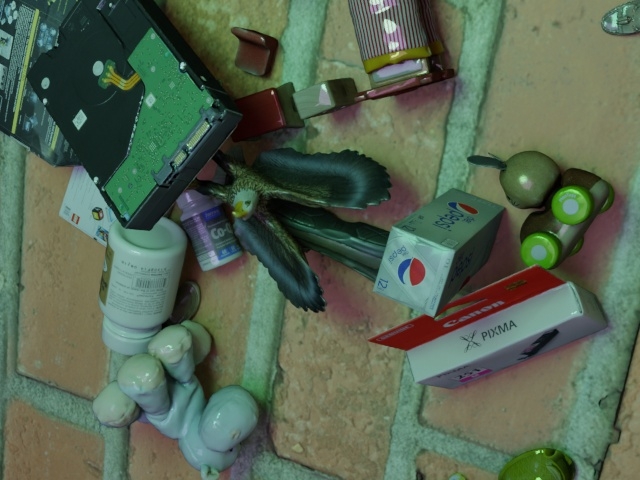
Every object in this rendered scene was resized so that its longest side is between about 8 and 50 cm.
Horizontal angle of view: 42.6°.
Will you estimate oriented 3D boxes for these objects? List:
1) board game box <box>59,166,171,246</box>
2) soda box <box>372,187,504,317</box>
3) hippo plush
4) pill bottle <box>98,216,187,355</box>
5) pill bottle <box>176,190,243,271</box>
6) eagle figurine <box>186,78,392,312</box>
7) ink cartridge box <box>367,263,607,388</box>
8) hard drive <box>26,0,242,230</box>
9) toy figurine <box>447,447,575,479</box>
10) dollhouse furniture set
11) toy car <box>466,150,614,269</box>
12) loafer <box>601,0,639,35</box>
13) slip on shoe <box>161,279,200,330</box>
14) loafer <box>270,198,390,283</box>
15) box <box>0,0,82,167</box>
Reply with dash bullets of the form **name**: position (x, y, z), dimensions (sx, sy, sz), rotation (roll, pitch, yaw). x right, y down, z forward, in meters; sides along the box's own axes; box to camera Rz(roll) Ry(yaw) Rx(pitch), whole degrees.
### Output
- **board game box**: position (-0.339, -0.130, 1.459), dimensions (0.192, 0.053, 0.305), rotation (32, 113, 14)
- **soda box**: position (0.173, 0.008, 1.143), dimensions (0.091, 0.286, 0.098), rotation (22, 111, 19)
- **hippo plush**: position (-0.245, 0.312, 1.428), dimensions (0.236, 0.234, 0.294), rotation (42, 114, 9)
- **pill bottle**: position (-0.312, 0.079, 1.415), dimensions (0.131, 0.131, 0.229), rotation (27, 121, 15)
- **pill bottle**: position (-0.193, -0.023, 1.409), dimensions (0.078, 0.078, 0.137), rotation (-21, 95, 26)
- **eagle figurine**: position (-0.073, -0.055, 1.217), dimensions (0.298, 0.225, 0.226), rotation (27, 142, -2)
- **ink cartridge box**: position (0.243, 0.134, 1.176), dimensions (0.275, 0.238, 0.060), rotation (-28, 64, 26)
- **hard drive**: position (-0.282, -0.213, 1.206), dimensions (0.237, 0.064, 0.339), rotation (-48, 64, 20)
- **toy figurine**: position (0.242, 0.490, 1.274), dimensions (0.362, 0.217, 0.191), rotation (-32, 89, 27)
- **dollhouse furniture set**: position (-0.006, -0.283, 1.222), dimensions (0.373, 0.152, 0.202), rotation (-13, 97, 25)
- **toy car**: position (0.293, -0.064, 1.157), dimensions (0.188, 0.155, 0.149), rotation (39, 115, 21)
- **loafer**: position (0.437, -0.300, 1.091), dimensions (0.125, 0.039, 0.045), rotation (-3, 102, 24)
- **slip on shoe**: position (-0.264, 0.133, 1.498), dimensions (0.051, 0.041, 0.135), rotation (40, 115, 9)
- **loafer**: position (0.000, 0.000, 1.327), dimensions (0.267, 0.096, 0.084), rotation (20, 116, 15)
- **box**: position (-0.481, -0.369, 1.411), dimensions (0.318, 0.097, 0.395), rotation (31, 113, 27)
